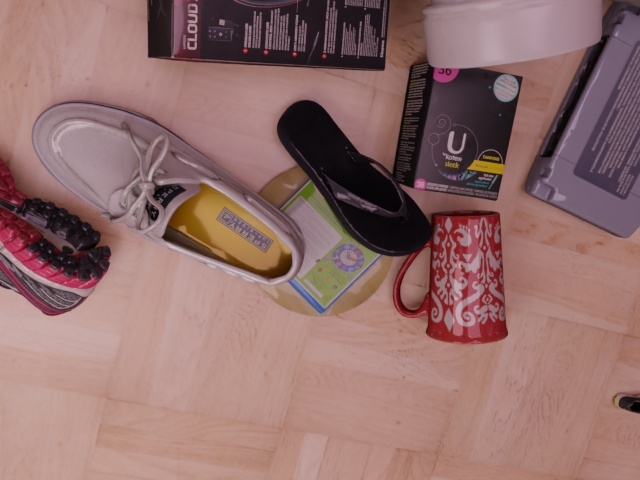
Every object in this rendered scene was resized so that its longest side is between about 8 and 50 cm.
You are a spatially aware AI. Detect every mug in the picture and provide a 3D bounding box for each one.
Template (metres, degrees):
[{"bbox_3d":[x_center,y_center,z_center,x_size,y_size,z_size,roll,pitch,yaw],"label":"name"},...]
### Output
[{"bbox_3d":[0.183,0.047,0.897,0.150,0.113,0.169,-3,98,-12],"label":"mug"}]

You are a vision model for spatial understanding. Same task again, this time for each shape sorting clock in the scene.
[{"bbox_3d":[0.000,0.000,0.884,0.206,0.040,0.206,0,96,-3],"label":"shape sorting clock"}]

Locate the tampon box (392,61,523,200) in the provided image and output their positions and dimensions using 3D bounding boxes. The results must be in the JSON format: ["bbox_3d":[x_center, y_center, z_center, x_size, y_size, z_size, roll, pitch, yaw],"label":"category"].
[{"bbox_3d":[0.175,-0.144,0.859,0.120,0.101,0.161,6,100,-12],"label":"tampon box"}]

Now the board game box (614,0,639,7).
[{"bbox_3d":[0.493,-0.405,0.826,0.303,0.097,0.224,-3,101,-33],"label":"board game box"}]

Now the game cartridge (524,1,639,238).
[{"bbox_3d":[0.438,-0.164,0.934,0.198,0.062,0.297,23,96,-19],"label":"game cartridge"}]

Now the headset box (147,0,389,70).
[{"bbox_3d":[-0.069,-0.307,0.730,0.293,0.110,0.218,-5,106,-28],"label":"headset box"}]

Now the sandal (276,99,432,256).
[{"bbox_3d":[0.045,-0.075,0.839,0.254,0.054,0.097,44,65,-7],"label":"sandal"}]

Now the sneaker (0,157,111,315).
[{"bbox_3d":[-0.401,-0.019,0.769,0.299,0.121,0.112,40,122,-8],"label":"sneaker"}]

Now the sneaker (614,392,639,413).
[{"bbox_3d":[0.512,0.263,1.040,0.083,0.035,0.031,1,101,-11],"label":"sneaker"}]

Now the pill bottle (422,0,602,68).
[{"bbox_3d":[0.181,-0.391,0.666,0.224,0.224,0.392,-14,111,-8],"label":"pill bottle"}]

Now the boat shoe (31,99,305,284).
[{"bbox_3d":[-0.182,-0.048,0.767,0.367,0.156,0.136,33,94,-7],"label":"boat shoe"}]
